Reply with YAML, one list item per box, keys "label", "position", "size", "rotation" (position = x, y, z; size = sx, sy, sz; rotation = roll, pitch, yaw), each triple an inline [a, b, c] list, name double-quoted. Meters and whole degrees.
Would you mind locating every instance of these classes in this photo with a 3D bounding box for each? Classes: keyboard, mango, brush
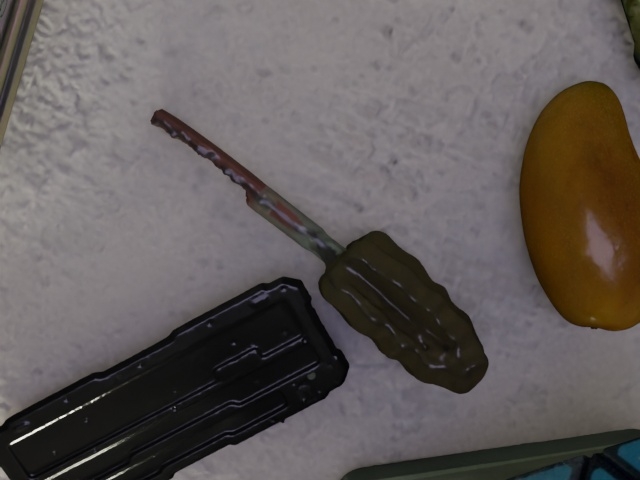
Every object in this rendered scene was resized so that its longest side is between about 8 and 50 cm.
- label: "keyboard"
  position: [-0.110, 0.123, 0.775]
  size: [0.262, 0.016, 0.106]
  rotation: [-28, 106, 3]
- label: "mango"
  position: [0.197, -0.024, 0.766]
  size: [0.102, 0.085, 0.184]
  rotation: [-10, 91, -4]
- label: "brush"
  position: [0.000, 0.000, 0.760]
  size: [0.301, 0.084, 0.071]
  rotation: [40, 91, 1]

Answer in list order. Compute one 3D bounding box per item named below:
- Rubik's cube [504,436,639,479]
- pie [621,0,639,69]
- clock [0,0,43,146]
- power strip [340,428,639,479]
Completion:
- label: "Rubik's cube"
  position: [0.165, 0.261, 0.673]
  size: [0.229, 0.233, 0.228]
  rotation: [-9, 74, -30]
- label: "pie"
  position: [0.409, -0.183, 0.773]
  size: [0.371, 0.078, 0.296]
  rotation: [-19, 96, -1]
- label: "clock"
  position: [-0.238, -0.136, 0.686]
  size: [0.071, 0.147, 0.192]
  rotation: [17, 93, -6]
- label: "power strip"
  position: [0.150, 0.255, 0.802]
  size: [0.265, 0.059, 0.193]
  rotation: [-8, 96, -5]
